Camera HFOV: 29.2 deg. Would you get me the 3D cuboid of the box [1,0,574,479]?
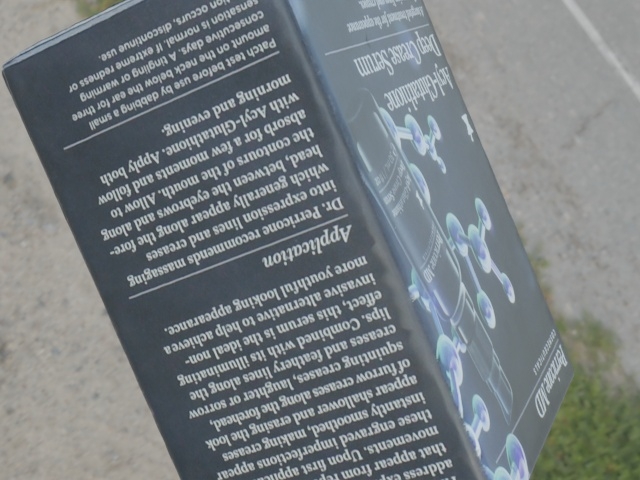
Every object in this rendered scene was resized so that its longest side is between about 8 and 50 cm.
[{"bbox_3d":[0.000,0.000,0.897,0.396,0.212,0.293,67,23,-6],"label":"box"}]
